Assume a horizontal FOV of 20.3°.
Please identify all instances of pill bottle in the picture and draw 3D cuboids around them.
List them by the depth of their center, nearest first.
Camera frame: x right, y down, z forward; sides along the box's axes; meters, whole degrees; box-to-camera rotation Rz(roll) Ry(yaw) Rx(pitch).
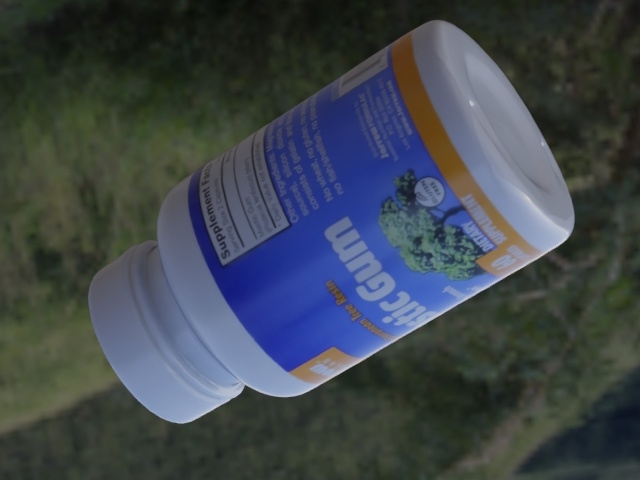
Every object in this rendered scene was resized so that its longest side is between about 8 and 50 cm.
[{"bbox_3d":[0.000,0.000,1.070,0.272,0.152,0.152,-32,174,19],"label":"pill bottle"}]
